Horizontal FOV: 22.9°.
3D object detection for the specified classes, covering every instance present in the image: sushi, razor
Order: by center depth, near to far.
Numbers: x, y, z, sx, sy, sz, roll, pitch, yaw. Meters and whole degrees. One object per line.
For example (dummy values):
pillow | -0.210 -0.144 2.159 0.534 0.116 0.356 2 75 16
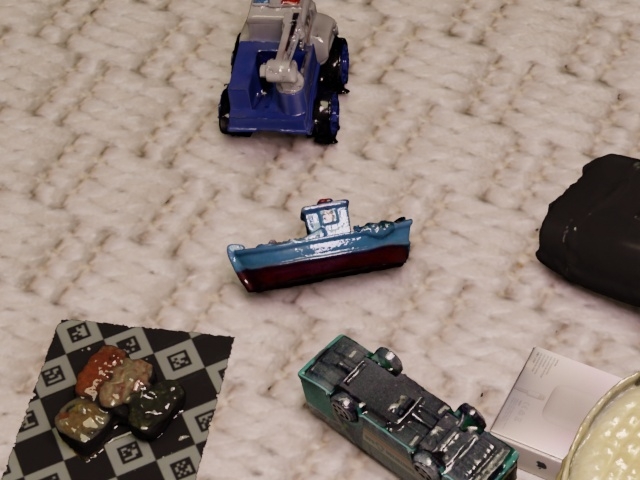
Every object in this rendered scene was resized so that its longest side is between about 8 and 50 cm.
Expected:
razor | 0.412 0.005 1.792 0.326 0.107 0.189 21 54 44
sushi | -0.230 0.176 1.794 0.219 0.047 0.231 6 51 10

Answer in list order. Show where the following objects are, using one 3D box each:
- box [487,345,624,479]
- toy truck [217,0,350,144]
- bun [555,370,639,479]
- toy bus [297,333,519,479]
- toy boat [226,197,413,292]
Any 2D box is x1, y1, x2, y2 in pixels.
box | 0.266 0.195 1.724 0.129 0.051 0.130 20 56 21
toy truck | -0.052 -0.230 2.031 0.161 0.177 0.213 3 51 10
bun | 0.406 0.294 1.530 0.364 0.202 0.364 -7 52 9
toy bus | 0.094 0.201 1.700 0.091 0.109 0.261 -40 56 -23
toy boat | 0.000 0.000 1.875 0.223 0.100 0.097 -10 79 -5
